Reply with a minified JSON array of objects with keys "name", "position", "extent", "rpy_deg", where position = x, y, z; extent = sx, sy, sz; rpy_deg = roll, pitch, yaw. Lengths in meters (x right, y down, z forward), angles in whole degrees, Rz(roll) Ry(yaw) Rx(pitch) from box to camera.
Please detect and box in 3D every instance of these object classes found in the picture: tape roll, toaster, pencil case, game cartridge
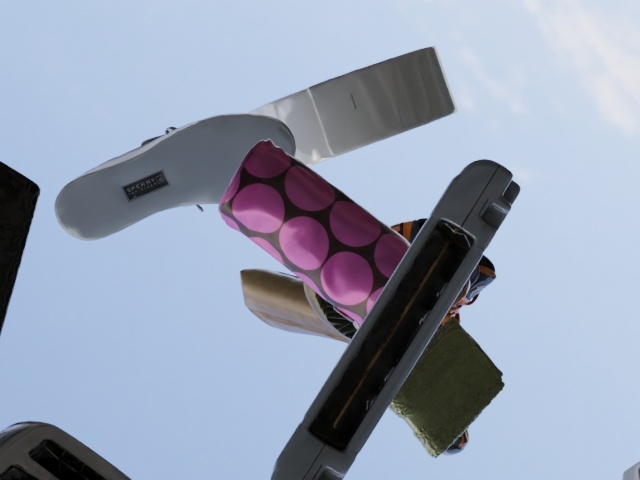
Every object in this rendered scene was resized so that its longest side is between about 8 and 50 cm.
[{"name":"tape roll","position":[0.042,-0.175,2.030],"extent":[0.286,0.286,0.100],"rpy_deg":[-23,-84,-51]},{"name":"toaster","position":[-0.204,0.246,1.127],"extent":[0.227,0.146,0.129],"rpy_deg":[35,-144,13]},{"name":"pencil case","position":[0.000,0.000,1.404],"extent":[0.209,0.098,0.095],"rpy_deg":[39,-158,5]},{"name":"game cartridge","position":[0.054,0.078,1.164],"extent":[0.062,0.297,0.198],"rpy_deg":[32,175,0]}]

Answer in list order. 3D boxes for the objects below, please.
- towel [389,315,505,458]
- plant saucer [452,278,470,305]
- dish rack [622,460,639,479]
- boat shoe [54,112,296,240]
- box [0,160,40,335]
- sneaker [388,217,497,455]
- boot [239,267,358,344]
[{"name":"towel","position":[0.146,0.172,1.732],"extent":[0.110,0.027,0.148],"rpy_deg":[50,-120,-10]},{"name":"plant saucer","position":[0.113,0.049,1.522],"extent":[0.083,0.013,0.083],"rpy_deg":[-9,-146,6]},{"name":"dish rack","position":[0.213,0.327,1.377],"extent":[0.072,0.333,0.285],"rpy_deg":[48,-140,5]},{"name":"boat shoe","position":[-0.174,-0.084,1.818],"extent":[0.105,0.306,0.113],"rpy_deg":[-79,-36,-72]},{"name":"box","position":[-0.405,0.086,1.206],"extent":[0.183,0.294,0.296],"rpy_deg":[34,-145,-24]},{"name":"sneaker","position":[0.166,0.115,1.980],"extent":[0.321,0.180,0.124],"rpy_deg":[67,-163,11]},{"name":"boot","position":[-0.018,0.075,1.922],"extent":[0.236,0.269,0.089],"rpy_deg":[46,-111,-38]}]
